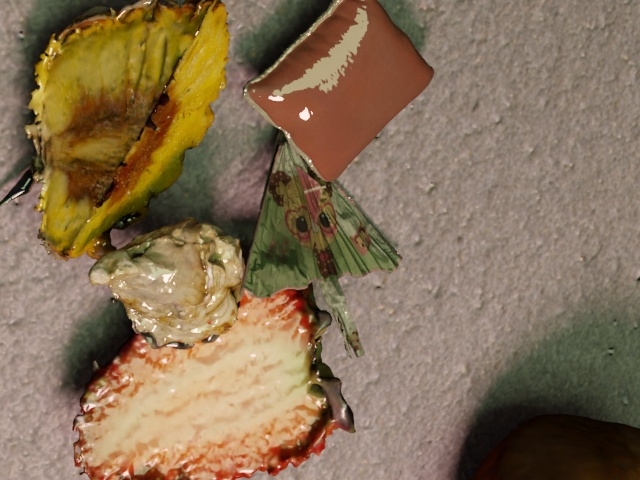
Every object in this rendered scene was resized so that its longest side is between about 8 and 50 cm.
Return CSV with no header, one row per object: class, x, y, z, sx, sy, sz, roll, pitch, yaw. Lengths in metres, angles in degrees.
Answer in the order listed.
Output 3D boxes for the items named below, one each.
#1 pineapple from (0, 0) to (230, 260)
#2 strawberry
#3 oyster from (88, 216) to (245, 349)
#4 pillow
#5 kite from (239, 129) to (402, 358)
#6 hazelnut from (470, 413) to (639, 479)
pineapple,-0.205,-0.126,1.568,0.334,0.158,0.161,-66,164,15
strawberry,-0.132,0.156,1.704,0.306,0.138,0.233,-15,90,-9
oyster,-0.146,0.050,1.563,0.191,0.081,0.163,1,121,-28
pillow,0.020,-0.173,1.681,0.179,0.075,0.171,-46,127,-2
kite,0.000,0.000,1.694,0.323,0.013,0.268,-7,78,-55
hazelnut,0.317,0.387,1.898,0.366,0.366,0.366,-9,112,-24
